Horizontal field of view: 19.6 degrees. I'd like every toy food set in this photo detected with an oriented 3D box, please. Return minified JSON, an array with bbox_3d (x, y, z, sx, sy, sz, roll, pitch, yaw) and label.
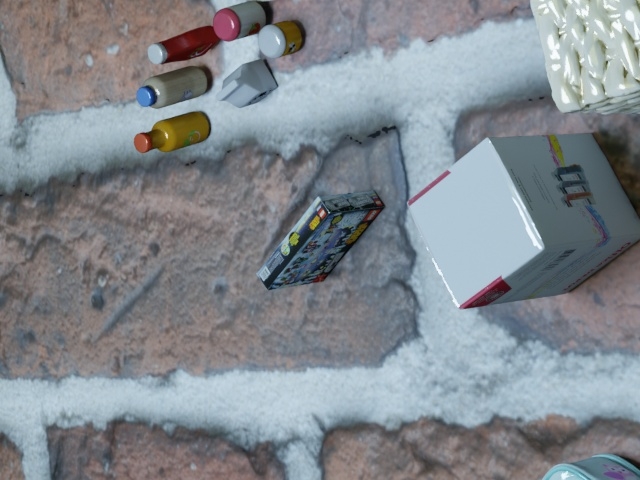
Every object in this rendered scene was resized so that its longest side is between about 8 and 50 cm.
[{"bbox_3d":[-0.135,-0.196,2.164,0.232,0.104,0.111,-34,82,41],"label":"toy food set"}]

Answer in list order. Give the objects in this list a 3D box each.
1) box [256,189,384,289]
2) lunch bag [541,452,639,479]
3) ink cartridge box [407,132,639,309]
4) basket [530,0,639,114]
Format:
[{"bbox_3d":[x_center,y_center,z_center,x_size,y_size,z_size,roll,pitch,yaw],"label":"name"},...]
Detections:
[{"bbox_3d":[0.000,0.000,2.085,0.027,0.094,0.137,56,128,22],"label":"box"},{"bbox_3d":[0.285,0.360,1.860,0.224,0.108,0.279,37,118,39],"label":"lunch bag"},{"bbox_3d":[0.206,-0.021,1.837,0.128,0.176,0.127,-40,66,38],"label":"ink cartridge box"},{"bbox_3d":[0.356,-0.287,1.602,0.328,0.266,0.331,-15,87,42],"label":"basket"}]
